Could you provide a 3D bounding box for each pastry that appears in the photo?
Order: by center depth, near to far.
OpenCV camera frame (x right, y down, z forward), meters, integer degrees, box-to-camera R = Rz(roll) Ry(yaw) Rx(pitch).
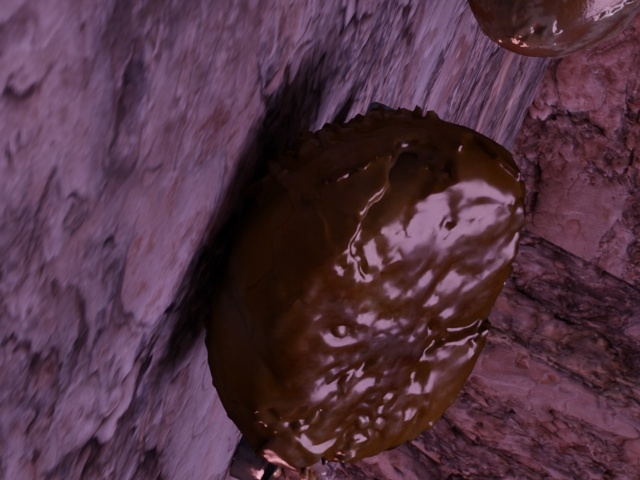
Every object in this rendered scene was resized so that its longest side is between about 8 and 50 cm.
[{"bbox_3d":[0.029,0.027,1.210,0.255,0.162,0.310,-5,127,-37],"label":"pastry"}]

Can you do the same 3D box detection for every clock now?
[{"bbox_3d":[-0.041,0.207,1.926,0.215,0.042,0.215,-60,172,-15],"label":"clock"}]

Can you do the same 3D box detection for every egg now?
[{"bbox_3d":[0.235,-0.279,1.503,0.233,0.195,0.195,-48,167,-25],"label":"egg"}]

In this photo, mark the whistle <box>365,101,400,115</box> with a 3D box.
[{"bbox_3d":[0.000,0.000,1.362,0.180,0.093,0.269,86,27,-76],"label":"whistle"}]

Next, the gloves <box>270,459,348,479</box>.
[{"bbox_3d":[-0.038,0.335,2.196,0.144,0.110,0.094,-30,-155,41],"label":"gloves"}]
